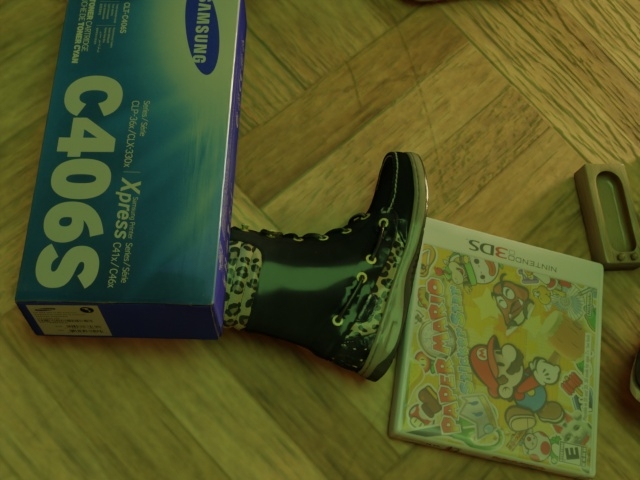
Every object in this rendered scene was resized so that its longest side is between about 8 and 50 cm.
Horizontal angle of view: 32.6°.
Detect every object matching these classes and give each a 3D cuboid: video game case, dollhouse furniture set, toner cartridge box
[{"bbox_3d":[0.178,0.103,1.074,0.206,0.026,0.227,14,65,-11],"label":"video game case"},{"bbox_3d":[0.369,-0.057,1.145,0.151,0.123,0.144,-1,68,-18],"label":"dollhouse furniture set"},{"bbox_3d":[-0.159,-0.086,0.983,0.165,0.075,0.348,1,62,1],"label":"toner cartridge box"}]

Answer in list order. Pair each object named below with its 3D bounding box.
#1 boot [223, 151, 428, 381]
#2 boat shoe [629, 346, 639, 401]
[{"bbox_3d":[0.000,0.000,1.030,0.178,0.085,0.236,16,65,-8],"label":"boot"},{"bbox_3d":[0.417,0.060,1.110,0.305,0.091,0.109,-35,46,-29],"label":"boat shoe"}]
